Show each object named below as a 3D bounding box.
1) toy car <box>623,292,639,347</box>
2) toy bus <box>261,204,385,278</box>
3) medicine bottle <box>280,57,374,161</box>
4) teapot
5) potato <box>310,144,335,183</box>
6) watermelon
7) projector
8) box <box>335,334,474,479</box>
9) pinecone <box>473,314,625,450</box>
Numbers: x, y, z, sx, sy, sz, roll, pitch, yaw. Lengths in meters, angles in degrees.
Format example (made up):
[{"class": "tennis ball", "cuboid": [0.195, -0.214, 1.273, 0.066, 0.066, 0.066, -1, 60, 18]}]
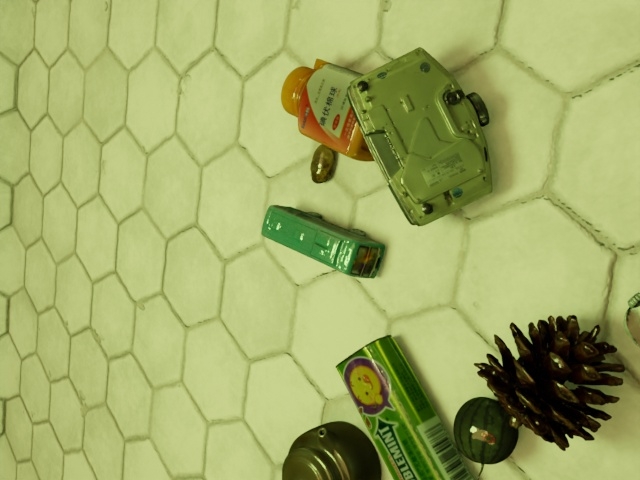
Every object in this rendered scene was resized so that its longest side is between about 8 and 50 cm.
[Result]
[{"class": "toy car", "cuboid": [0.502, 0.070, 0.780, 0.095, 0.056, 0.204, 47, 124, 28]}, {"class": "toy bus", "cuboid": [0.000, 0.000, 1.172, 0.262, 0.109, 0.091, 22, 101, 36]}, {"class": "medicine bottle", "cuboid": [0.033, -0.258, 1.118, 0.222, 0.112, 0.149, 32, 111, 34]}, {"class": "teapot", "cuboid": [-0.001, 0.486, 1.159, 0.186, 0.175, 0.267, 22, 107, 40]}, {"class": "potato", "cuboid": [0.002, -0.158, 1.198, 0.051, 0.040, 0.083, 21, 107, 32]}, {"class": "watermelon", "cuboid": [0.271, 0.328, 0.956, 0.105, 0.105, 0.132, 1, 73, 40]}, {"class": "projector", "cuboid": [0.180, -0.177, 0.959, 0.194, 0.088, 0.269, -26, 89, 4]}, {"class": "box", "cuboid": [0.159, 0.357, 1.063, 0.134, 0.097, 0.345, -42, 67, 36]}, {"class": "pinecone", "cuboid": [0.342, 0.198, 0.849, 0.208, 0.208, 0.207, 3, 95, 40]}]
